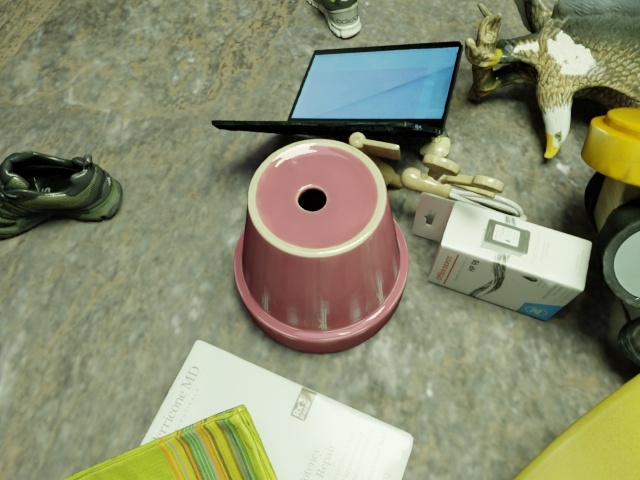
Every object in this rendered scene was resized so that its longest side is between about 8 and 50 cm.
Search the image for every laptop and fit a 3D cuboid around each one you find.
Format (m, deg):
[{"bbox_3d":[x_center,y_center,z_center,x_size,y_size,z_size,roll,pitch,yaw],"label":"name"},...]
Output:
[{"bbox_3d":[0.036,-0.200,0.615,0.234,0.264,0.137,6,101,25],"label":"laptop"}]

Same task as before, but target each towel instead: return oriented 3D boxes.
[{"bbox_3d":[-0.146,0.230,0.423,0.237,0.021,0.102,-26,85,14],"label":"towel"}]

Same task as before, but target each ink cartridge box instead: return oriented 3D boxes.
[{"bbox_3d":[0.185,0.020,0.546,0.180,0.104,0.060,18,66,12],"label":"ink cartridge box"}]

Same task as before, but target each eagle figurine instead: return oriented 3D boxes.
[{"bbox_3d":[0.341,-0.211,0.621,0.297,0.225,0.226,8,41,19],"label":"eagle figurine"}]

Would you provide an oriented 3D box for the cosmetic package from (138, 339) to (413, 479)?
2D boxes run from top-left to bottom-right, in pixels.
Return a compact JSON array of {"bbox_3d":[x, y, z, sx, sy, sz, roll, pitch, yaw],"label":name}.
[{"bbox_3d":[-0.040,0.198,0.470,0.230,0.086,0.118,20,65,11],"label":"cosmetic package"}]

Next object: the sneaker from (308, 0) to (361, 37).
[{"bbox_3d":[0.017,-0.413,0.801,0.063,0.075,0.171,-21,63,-9],"label":"sneaker"}]

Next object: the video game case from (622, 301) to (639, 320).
[{"bbox_3d":[0.486,0.145,0.493,0.269,0.061,0.245,-3,61,1],"label":"video game case"}]

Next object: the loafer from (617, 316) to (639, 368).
[{"bbox_3d":[0.363,0.126,0.440,0.170,0.061,0.062,32,71,22],"label":"loafer"}]

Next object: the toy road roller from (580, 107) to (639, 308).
[{"bbox_3d":[0.409,-0.060,0.423,0.329,0.241,0.202,13,28,19],"label":"toy road roller"}]

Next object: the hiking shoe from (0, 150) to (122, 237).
[{"bbox_3d":[-0.375,-0.069,0.608,0.226,0.114,0.086,-11,61,-4],"label":"hiking shoe"}]

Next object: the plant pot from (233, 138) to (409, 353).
[{"bbox_3d":[0.000,0.000,0.521,0.201,0.180,0.202,-1,62,1],"label":"plant pot"}]

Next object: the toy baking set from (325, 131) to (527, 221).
[{"bbox_3d":[0.126,-0.062,0.558,0.196,0.256,0.030,24,95,35],"label":"toy baking set"}]

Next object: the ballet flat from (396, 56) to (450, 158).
[{"bbox_3d":[0.134,-0.184,0.688,0.057,0.049,0.173,-17,62,-7],"label":"ballet flat"}]

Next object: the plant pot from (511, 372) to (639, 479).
[{"bbox_3d":[0.250,0.242,0.338,0.187,0.212,0.212,-36,36,23],"label":"plant pot"}]
